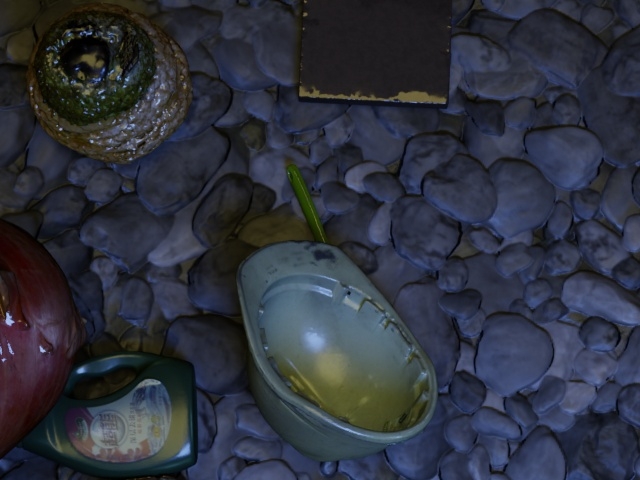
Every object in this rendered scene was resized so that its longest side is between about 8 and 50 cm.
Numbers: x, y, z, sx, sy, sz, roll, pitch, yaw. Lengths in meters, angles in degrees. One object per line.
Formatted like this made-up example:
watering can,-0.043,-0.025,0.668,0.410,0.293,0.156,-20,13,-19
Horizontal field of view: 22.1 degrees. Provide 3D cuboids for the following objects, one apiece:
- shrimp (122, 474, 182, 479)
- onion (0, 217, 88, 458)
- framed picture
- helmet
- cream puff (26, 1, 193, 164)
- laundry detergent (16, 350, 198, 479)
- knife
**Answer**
shrimp,-0.208,0.365,1.699,0.290,0.054,0.222,-24,90,-6
onion,-0.405,0.109,1.615,0.354,0.353,0.353,0,79,0
framed picture,0.062,-0.215,1.843,0.168,0.023,0.128,3,78,0
helmet,-0.006,0.140,1.718,0.204,0.137,0.257,-10,57,-39
cream puff,-0.232,-0.184,1.761,0.183,0.169,0.183,0,77,0
laundry detergent,-0.237,0.187,1.744,0.211,0.063,0.137,-2,77,1
knife,0.000,0.000,1.801,0.026,0.022,0.184,-16,78,-31
